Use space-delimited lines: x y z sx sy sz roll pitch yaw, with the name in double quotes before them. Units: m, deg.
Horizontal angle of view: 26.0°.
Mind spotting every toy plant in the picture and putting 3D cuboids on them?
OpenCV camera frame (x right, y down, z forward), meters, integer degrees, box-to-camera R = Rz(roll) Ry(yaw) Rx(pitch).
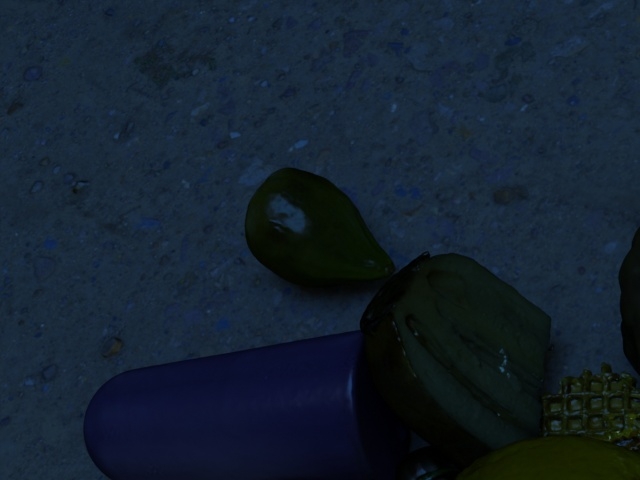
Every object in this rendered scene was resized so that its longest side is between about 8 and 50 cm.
"toy plant" 0.162 0.348 1.792 0.093 0.092 0.162 -29 50 1

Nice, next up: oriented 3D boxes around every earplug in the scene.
"earplug" -0.119 0.246 1.914 0.456 0.215 0.215 -7 54 22

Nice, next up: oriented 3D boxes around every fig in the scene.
"fig" -0.010 -0.001 2.087 0.167 0.167 0.233 -42 89 -9

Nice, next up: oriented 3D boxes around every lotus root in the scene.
"lotus root" 0.154 0.162 1.794 0.149 0.260 0.267 -36 29 41

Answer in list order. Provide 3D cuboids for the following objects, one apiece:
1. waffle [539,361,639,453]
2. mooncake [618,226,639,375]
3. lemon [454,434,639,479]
"waffle" 0.362 0.255 1.788 0.197 0.070 0.193 20 66 33
"mooncake" 0.521 0.088 1.762 0.291 0.161 0.290 -4 51 5
"lemon" 0.292 0.395 1.551 0.387 0.349 0.349 13 62 16
